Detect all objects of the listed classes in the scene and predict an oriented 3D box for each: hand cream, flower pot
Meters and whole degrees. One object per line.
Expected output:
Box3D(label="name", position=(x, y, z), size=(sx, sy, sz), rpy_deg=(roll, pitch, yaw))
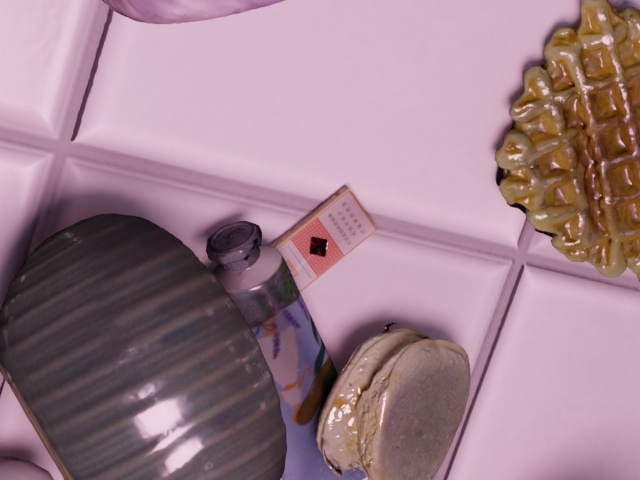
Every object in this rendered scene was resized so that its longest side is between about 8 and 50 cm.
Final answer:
Box3D(label="hand cream", position=(-0.022, 0.104, 1.115), size=(0.091, 0.058, 0.271), rpy_deg=(-31, 123, -17))
Box3D(label="flower pot", position=(-0.124, 0.101, 0.985), size=(0.157, 0.189, 0.243), rpy_deg=(-31, 91, -17))

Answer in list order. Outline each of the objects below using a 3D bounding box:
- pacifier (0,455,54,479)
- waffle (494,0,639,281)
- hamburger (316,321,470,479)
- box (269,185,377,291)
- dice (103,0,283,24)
Box3D(label="pacifier", position=(-0.187, 0.306, 1.023), size=(0.332, 0.220, 0.273), rpy_deg=(-11, 113, -44))
Box3D(label="waffle", position=(0.244, -0.079, 1.158), size=(0.214, 0.054, 0.207), rpy_deg=(25, 100, -22))
Box3D(label="hamburger", position=(0.062, 0.134, 1.132), size=(0.140, 0.062, 0.133), rpy_deg=(7, 101, -54))
Box3D(label="box", position=(0.000, 0.000, 1.108), size=(0.083, 0.012, 0.046), rpy_deg=(-39, 119, -6))
Box3D(label="dice", position=(-0.050, -0.300, 0.834), size=(0.270, 0.270, 0.271), rpy_deg=(-26, 116, -12))
